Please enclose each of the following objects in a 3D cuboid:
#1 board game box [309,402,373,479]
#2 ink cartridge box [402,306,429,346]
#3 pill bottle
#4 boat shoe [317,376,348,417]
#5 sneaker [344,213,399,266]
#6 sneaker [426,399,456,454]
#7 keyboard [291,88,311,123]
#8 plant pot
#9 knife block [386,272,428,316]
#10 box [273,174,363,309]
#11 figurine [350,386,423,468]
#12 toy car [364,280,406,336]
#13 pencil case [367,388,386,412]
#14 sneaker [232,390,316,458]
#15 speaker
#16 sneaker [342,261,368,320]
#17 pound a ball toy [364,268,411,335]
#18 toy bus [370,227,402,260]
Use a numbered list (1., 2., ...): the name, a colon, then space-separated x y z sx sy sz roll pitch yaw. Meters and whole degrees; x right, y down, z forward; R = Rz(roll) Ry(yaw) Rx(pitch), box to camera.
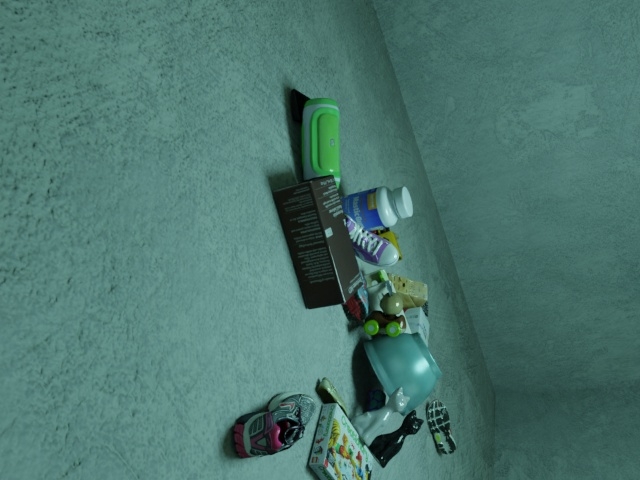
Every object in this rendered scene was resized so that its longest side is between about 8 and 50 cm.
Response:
1. board game box: 0.070 0.657 1.494 0.305 0.053 0.193 61 29 -31
2. ink cartridge box: 0.395 0.404 2.194 0.127 0.128 0.176 61 31 -32
3. pill bottle: 0.192 -0.114 1.847 0.152 0.272 0.152 39 45 -53
4. boat shoe: 0.042 0.481 1.520 0.153 0.056 0.048 55 33 -23
5. sneaker: 0.128 -0.007 1.680 0.102 0.282 0.161 -60 162 -10
6. sneaker: 0.570 0.883 2.406 0.118 0.107 0.279 -71 147 -78
7. keyboard: -0.017 -0.419 1.841 0.317 0.033 0.201 6 72 -63
8. plant pot: 0.311 0.449 1.796 0.293 0.196 0.293 60 5 -9
9. knife block: 0.377 0.278 2.295 0.276 0.242 0.088 17 49 -9
10. box: 0.000 0.000 1.559 0.191 0.143 0.381 -33 110 -64
11. figurine: 0.228 0.602 1.642 0.092 0.209 0.215 35 -22 58
12. toy car: 0.234 0.235 1.786 0.155 0.149 0.188 3 89 -74
13. pencil case: 0.188 0.598 1.752 0.151 0.070 0.064 -67 180 -52
14. sneaker: -0.082 0.448 1.211 0.299 0.112 0.120 -4 82 -65
15. speaker: 0.003 -0.318 1.685 0.131 0.131 0.296 6 82 -63
16. sneaker: 0.109 0.149 1.779 0.125 0.104 0.261 -61 142 -62
17. pound a ball toy: 0.246 0.275 1.986 0.208 0.136 0.319 -107 175 -70
18. toy bus: 0.281 0.002 2.127 0.191 0.104 0.202 -85 153 -61
